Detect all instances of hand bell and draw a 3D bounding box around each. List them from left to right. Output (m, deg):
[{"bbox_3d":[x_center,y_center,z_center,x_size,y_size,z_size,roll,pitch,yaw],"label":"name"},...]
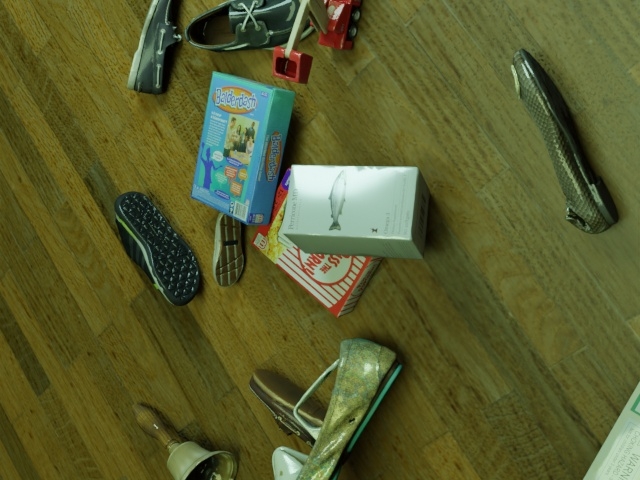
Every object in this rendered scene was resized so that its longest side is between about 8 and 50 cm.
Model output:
[{"bbox_3d":[-0.273,0.368,1.481,0.242,0.126,0.126,31,114,38],"label":"hand bell"}]

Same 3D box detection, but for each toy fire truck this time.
[{"bbox_3d":[0.002,-0.317,1.147,0.047,0.135,0.192,21,109,29],"label":"toy fire truck"}]

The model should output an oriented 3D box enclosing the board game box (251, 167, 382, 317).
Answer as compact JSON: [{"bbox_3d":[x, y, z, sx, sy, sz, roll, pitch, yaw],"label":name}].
[{"bbox_3d":[0.000,0.000,1.257,0.193,0.045,0.146,39,117,22],"label":"board game box"}]

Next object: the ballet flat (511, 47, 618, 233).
[{"bbox_3d":[0.293,-0.121,1.025,0.058,0.084,0.249,-27,89,33],"label":"ballet flat"}]

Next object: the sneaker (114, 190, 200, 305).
[{"bbox_3d":[-0.292,0.018,1.450,0.234,0.084,0.097,59,147,12],"label":"sneaker"}]

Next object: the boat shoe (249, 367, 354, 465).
[{"bbox_3d":[-0.037,0.284,1.312,0.207,0.073,0.073,32,109,25],"label":"boat shoe"}]

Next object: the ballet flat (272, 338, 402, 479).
[{"bbox_3d":[-0.003,0.301,1.201,0.123,0.123,0.348,25,83,28],"label":"ballet flat"}]

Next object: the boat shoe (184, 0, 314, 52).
[{"bbox_3d":[-0.103,-0.332,1.251,0.233,0.079,0.084,-4,94,33],"label":"boat shoe"}]

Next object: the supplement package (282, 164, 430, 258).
[{"bbox_3d":[0.052,-0.039,1.137,0.179,0.105,0.105,2,76,17],"label":"supplement package"}]

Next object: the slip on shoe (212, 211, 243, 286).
[{"bbox_3d":[-0.157,0.010,1.368,0.041,0.052,0.135,-131,39,-65],"label":"slip on shoe"}]

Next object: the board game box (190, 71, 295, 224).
[{"bbox_3d":[-0.125,-0.146,1.286,0.160,0.047,0.210,26,109,43],"label":"board game box"}]

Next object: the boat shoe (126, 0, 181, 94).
[{"bbox_3d":[-0.268,-0.344,1.381,0.065,0.075,0.206,17,107,-15],"label":"boat shoe"}]

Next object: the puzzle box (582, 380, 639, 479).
[{"bbox_3d":[0.457,0.294,0.935,0.272,0.052,0.408,31,98,26],"label":"puzzle box"}]
